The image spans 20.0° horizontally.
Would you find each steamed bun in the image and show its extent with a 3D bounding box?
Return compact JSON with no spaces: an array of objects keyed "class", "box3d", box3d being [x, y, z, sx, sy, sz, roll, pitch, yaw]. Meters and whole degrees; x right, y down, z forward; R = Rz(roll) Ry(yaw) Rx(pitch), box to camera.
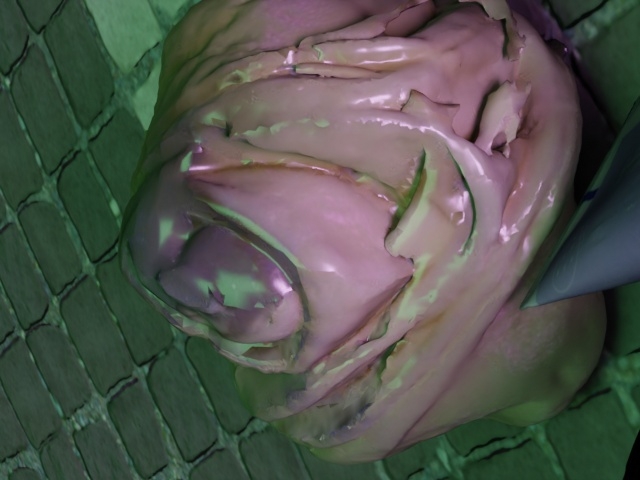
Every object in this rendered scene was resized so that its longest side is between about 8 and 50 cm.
[{"class":"steamed bun","box3d":[0.000,0.000,0.964,0.268,0.207,0.280,27,130,44]}]

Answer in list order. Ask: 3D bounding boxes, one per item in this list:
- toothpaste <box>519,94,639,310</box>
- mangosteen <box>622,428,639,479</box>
[{"class":"toothpaste","box3d":[0.174,-0.042,0.702,0.080,0.125,0.371,33,165,-12]},{"class":"mangosteen","box3d":[0.250,0.119,0.639,0.287,0.233,0.288,22,132,27]}]
